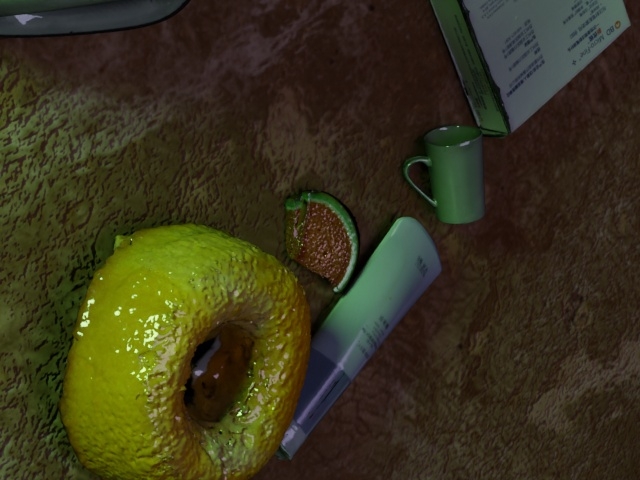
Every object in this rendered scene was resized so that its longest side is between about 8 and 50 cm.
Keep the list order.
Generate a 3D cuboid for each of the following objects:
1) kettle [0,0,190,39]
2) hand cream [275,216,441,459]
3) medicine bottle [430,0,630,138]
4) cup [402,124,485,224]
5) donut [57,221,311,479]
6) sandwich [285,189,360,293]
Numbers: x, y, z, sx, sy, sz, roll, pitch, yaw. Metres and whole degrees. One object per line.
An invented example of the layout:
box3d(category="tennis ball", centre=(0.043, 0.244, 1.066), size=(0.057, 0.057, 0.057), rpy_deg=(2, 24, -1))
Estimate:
box3d(category="kettle", centre=(-0.166, -0.233, 1.437), size=(0.255, 0.165, 0.240), rpy_deg=(-13, 146, -1))
box3d(category="hand cream", centre=(0.028, 0.090, 1.812), size=(0.255, 0.048, 0.079), rpy_deg=(-53, 134, -22))
box3d(category="medicine bottle", centre=(0.204, -0.220, 1.882), size=(0.201, 0.052, 0.171), rpy_deg=(-42, 125, -26))
box3d(category="cup", centre=(0.121, -0.059, 1.849), size=(0.075, 0.054, 0.083), rpy_deg=(-24, 118, -36))
box3d(category="donut", centre=(-0.109, 0.102, 1.658), size=(0.253, 0.118, 0.253), rpy_deg=(-24, 120, -51))
box3d(category="sandwich", centre=(0.000, -0.005, 1.778), size=(0.101, 0.026, 0.069), rpy_deg=(39, 79, -37))
